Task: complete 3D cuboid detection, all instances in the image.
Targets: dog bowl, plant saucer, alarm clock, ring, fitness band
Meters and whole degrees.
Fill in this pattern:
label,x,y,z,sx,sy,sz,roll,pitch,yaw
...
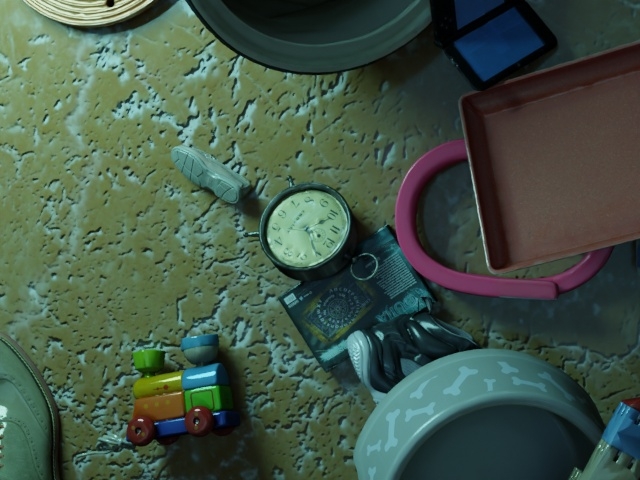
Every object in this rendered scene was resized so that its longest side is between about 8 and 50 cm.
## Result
label,x,y,z,sx,sy,sz,roll,pitch,yaw
dog bowl,-0.012,-0.422,1.365,0.408,0.150,0.408,-8,116,-17
plant saucer,0.314,-0.097,1.346,0.258,0.048,0.259,-15,63,18
alarm clock,0.000,0.000,1.484,0.192,0.064,0.129,32,79,28
ring,-0.327,-0.476,1.596,0.336,0.032,0.337,0,90,15
fitness band,0.243,-0.029,1.448,0.290,0.054,0.209,5,90,14
dog bowl,0.213,0.315,1.363,0.348,0.102,0.349,-2,103,-7

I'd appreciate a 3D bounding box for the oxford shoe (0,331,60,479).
label,x,y,z,sx,sy,sz,roll,pitch,yaw
oxford shoe,-0.451,0.301,1.590,0.123,0.130,0.348,-20,86,14

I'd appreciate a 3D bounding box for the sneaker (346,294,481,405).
label,x,y,z,sx,sy,sz,roll,pitch,yaw
sneaker,0.161,0.204,1.445,0.153,0.101,0.269,-34,90,5

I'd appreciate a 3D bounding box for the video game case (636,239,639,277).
label,x,y,z,sx,sy,sz,roll,pitch,yaw
video game case,0.524,-0.115,1.269,0.329,0.036,0.300,-9,67,36

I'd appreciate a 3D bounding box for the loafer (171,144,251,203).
label,x,y,z,sx,sy,sz,roll,pitch,yaw
loafer,-0.154,-0.097,1.559,0.125,0.039,0.045,35,132,14

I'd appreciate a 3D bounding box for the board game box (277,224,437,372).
label,x,y,z,sx,sy,sz,roll,pitch,yaw
board game box,0.050,0.081,1.510,0.186,0.026,0.126,-34,83,13

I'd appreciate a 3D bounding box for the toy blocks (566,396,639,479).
label,x,y,z,sx,sy,sz,roll,pitch,yaw
toy blocks,0.418,0.347,1.254,0.381,0.191,0.261,29,91,4

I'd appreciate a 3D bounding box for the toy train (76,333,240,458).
label,x,y,z,sx,sy,sz,roll,pitch,yaw
toy train,-0.244,0.219,1.556,0.248,0.105,0.143,-11,78,15

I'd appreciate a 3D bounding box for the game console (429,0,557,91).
label,x,y,z,sx,sy,sz,roll,pitch,yaw
game console,0.222,-0.283,1.398,0.144,0.124,0.085,-32,46,-19
